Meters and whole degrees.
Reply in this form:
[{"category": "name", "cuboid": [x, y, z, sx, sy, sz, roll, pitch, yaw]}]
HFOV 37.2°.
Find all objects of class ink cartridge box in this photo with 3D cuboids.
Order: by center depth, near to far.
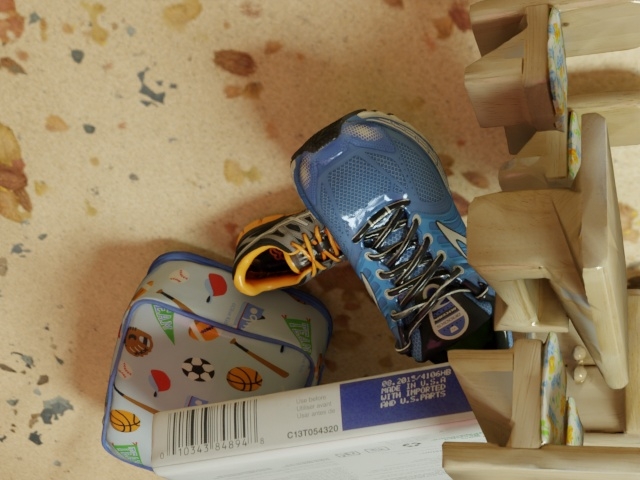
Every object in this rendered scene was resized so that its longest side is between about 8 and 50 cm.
[{"category": "ink cartridge box", "cuboid": [0.047, 0.219, 0.974, 0.324, 0.071, 0.330, -13, 153, 15]}]

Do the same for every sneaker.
[{"category": "sneaker", "cuboid": [0.095, 0.018, 0.860, 0.130, 0.147, 0.330, -35, 125, 9]}, {"category": "sneaker", "cuboid": [0.000, 0.000, 0.958, 0.215, 0.083, 0.084, -27, 110, 26]}]

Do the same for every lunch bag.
[{"category": "lunch bag", "cuboid": [-0.118, 0.169, 1.096, 0.243, 0.115, 0.303, 17, 129, -2]}]

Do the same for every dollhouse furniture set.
[{"category": "dollhouse furniture set", "cuboid": [0.271, 0.054, 0.759, 0.256, 0.362, 0.394, -3, 151, 20]}]
